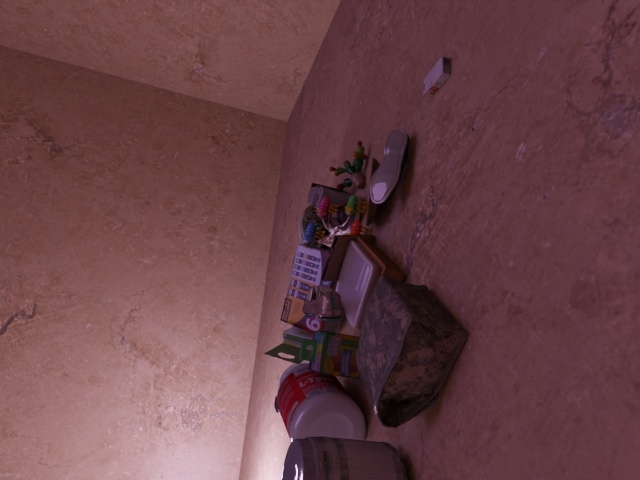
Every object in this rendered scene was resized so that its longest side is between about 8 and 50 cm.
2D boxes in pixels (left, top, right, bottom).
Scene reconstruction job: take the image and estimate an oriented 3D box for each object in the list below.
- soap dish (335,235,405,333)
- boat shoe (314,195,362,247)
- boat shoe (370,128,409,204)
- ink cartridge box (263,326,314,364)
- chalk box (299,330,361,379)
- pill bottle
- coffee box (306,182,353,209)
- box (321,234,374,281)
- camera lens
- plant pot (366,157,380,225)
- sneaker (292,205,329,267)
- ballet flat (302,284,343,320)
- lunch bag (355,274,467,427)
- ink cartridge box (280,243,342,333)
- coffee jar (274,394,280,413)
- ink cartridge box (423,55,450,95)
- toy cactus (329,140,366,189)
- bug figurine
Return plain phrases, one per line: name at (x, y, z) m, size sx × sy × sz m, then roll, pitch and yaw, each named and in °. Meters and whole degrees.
soap dish at (0.148, 0.139, 1.500) m, size 0.291 × 0.118 × 0.228 m, roll -123°, pitch 47°, yaw -69°
boat shoe at (0.065, -0.074, 1.958) m, size 0.342 × 0.123 × 0.123 m, roll 128°, pitch 149°, yaw -58°
boat shoe at (0.226, -0.227, 1.524) m, size 0.095 × 0.079 × 0.254 m, roll 7°, pitch 77°, yaw 32°
ink cartridge box at (-0.079, 0.388, 1.827) m, size 0.171 × 0.235 × 0.056 m, roll 6°, pitch 101°, yaw 34°
chalk box at (0.042, 0.362, 1.532) m, size 0.132 × 0.213 × 0.132 m, roll 150°, pitch 130°, yaw -70°
pill bottle at (-0.019, 0.548, 1.585) m, size 0.408 × 0.229 × 0.228 m, roll -162°, pitch 84°, yaw -75°
coffee box at (0.037, -0.184, 2.113) m, size 0.246 × 0.141 × 0.098 m, roll -139°, pitch 62°, yaw -72°
box at (0.096, 0.057, 1.640) m, size 0.021 × 0.201 × 0.164 m, roll 30°, pitch 110°, yaw 38°
camera lens at (0.060, 0.599, 1.165) m, size 0.219 × 0.275 × 0.219 m, roll -168°, pitch 90°, yaw -76°
plant pot at (0.183, -0.165, 1.652) m, size 0.236 × 0.033 × 0.236 m, roll 6°, pitch -90°, yaw -85°
sneaker at (0.000, 0.000, 2.219) m, size 0.182 × 0.158 × 0.409 m, roll -19°, pitch 53°, yaw 37°
ballet flat at (0.008, 0.202, 1.598) m, size 0.316 × 0.108 × 0.106 m, roll 164°, pitch 102°, yaw -72°
lunch bag at (0.190, 0.268, 1.152) m, size 0.235 × 0.169 × 0.286 m, roll -118°, pitch 46°, yaw -67°
ink cartridge box at (-0.036, 0.181, 1.850) m, size 0.272 × 0.130 × 0.309 m, roll 14°, pitch 92°, yaw 35°
coffee jar at (-0.083, 0.633, 1.844) m, size 0.096 × 0.185 × 0.078 m, roll 142°, pitch 138°, yaw -68°
ink cartridge box at (0.344, -0.483, 1.425) m, size 0.115 × 0.029 × 0.062 m, roll 131°, pitch 147°, yaw -64°
toy cactus at (0.128, -0.279, 1.945) m, size 0.219 × 0.112 × 0.180 m, roll -52°, pitch 40°, yaw 25°
bug figurine at (0.053, -0.072, 1.780) m, size 0.279 × 0.072 × 0.216 m, roll -2°, pitch 62°, yaw 29°
